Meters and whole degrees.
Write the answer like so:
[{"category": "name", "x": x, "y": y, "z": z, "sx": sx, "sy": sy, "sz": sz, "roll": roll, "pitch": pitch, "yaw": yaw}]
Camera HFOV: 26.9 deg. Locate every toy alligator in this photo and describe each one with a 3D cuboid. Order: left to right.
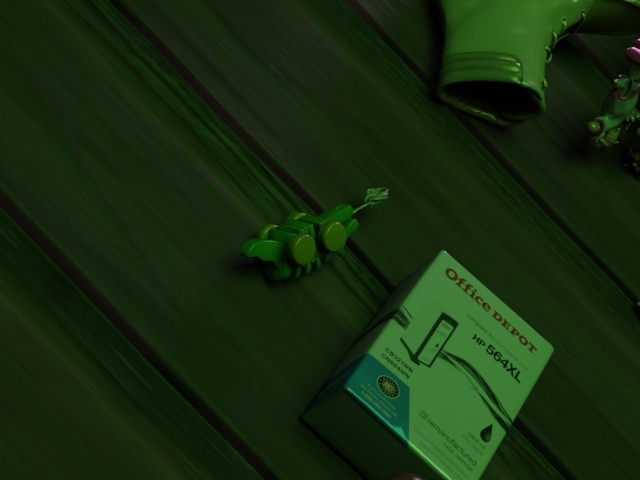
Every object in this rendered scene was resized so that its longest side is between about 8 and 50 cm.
[{"category": "toy alligator", "x": 0.000, "y": 0.000, "z": 1.260, "sx": 0.189, "sy": 0.056, "sz": 0.051, "roll": -23, "pitch": 118, "yaw": -40}]

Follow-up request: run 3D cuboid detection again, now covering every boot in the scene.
[{"category": "boot", "x": 0.254, "y": -0.220, "z": 1.498, "sx": 0.262, "sy": 0.095, "sz": 0.203, "roll": 9, "pitch": 57, "yaw": -9}]

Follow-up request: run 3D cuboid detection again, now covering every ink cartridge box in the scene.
[{"category": "ink cartridge box", "x": 0.101, "y": 0.129, "z": 1.217, "sx": 0.148, "sy": 0.086, "sz": 0.203, "roll": 41, "pitch": 50, "yaw": -3}]

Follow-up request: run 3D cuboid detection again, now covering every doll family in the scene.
[{"category": "doll family", "x": 0.401, "y": -0.165, "z": 1.541, "sx": 0.118, "sy": 0.163, "sz": 0.263, "roll": 31, "pitch": 43, "yaw": 15}]

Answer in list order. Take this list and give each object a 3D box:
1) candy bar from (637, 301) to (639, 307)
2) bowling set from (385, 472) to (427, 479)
[{"category": "candy bar", "x": 0.405, "y": 0.057, "z": 1.495, "sx": 0.161, "sy": 0.018, "sz": 0.040, "roll": -29, "pitch": 80, "yaw": -39}, {"category": "bowling set", "x": 0.117, "y": 0.296, "z": 1.112, "sx": 0.287, "sy": 0.154, "sz": 0.200, "roll": -17, "pitch": 54, "yaw": -36}]
